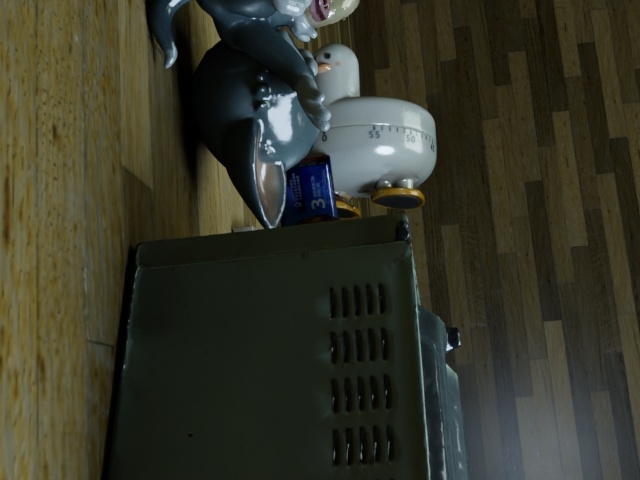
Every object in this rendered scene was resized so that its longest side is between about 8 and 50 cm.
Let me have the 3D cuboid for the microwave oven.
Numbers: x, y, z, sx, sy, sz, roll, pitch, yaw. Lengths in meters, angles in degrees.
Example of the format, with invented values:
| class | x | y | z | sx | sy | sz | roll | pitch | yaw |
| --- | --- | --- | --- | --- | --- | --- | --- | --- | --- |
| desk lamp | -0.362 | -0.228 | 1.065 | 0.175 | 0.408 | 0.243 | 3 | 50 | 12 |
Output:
| class | x | y | z | sx | sy | sz | roll | pitch | yaw |
| --- | --- | --- | --- | --- | --- | --- | --- | --- | --- |
| microwave oven | 0.007 | 0.188 | 0.644 | 0.355 | 0.218 | 0.287 | 74 | 11 | -55 |

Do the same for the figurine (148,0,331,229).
| class | x | y | z | sx | sy | sz | roll | pitch | yaw |
| --- | --- | --- | --- | --- | --- | --- | --- | --- | --- |
| figurine | -0.062 | -0.151 | 0.722 | 0.193 | 0.140 | 0.265 | 60 | 1 | 43 |

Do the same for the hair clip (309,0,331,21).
| class | x | y | z | sx | sy | sz | roll | pitch | yaw |
| --- | --- | --- | --- | --- | --- | --- | --- | --- | --- |
| hair clip | -0.036 | -0.362 | 1.142 | 0.123 | 0.102 | 0.138 | 26 | 69 | -77 |

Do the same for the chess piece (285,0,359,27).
| class | x | y | z | sx | sy | sz | roll | pitch | yaw |
| --- | --- | --- | --- | --- | --- | --- | --- | --- | --- |
| chess piece | -0.037 | -0.445 | 1.222 | 0.143 | 0.142 | 0.261 | -88 | 163 | -49 |

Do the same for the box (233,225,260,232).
| class | x | y | z | sx | sy | sz | roll | pitch | yaw |
| --- | --- | --- | --- | --- | --- | --- | --- | --- | --- |
| box | -0.073 | 0.014 | 0.922 | 0.083 | 0.024 | 0.053 | 19 | 65 | -80 |

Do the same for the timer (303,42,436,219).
| class | x | y | z | sx | sy | sz | roll | pitch | yaw |
| --- | --- | --- | --- | --- | --- | --- | --- | --- | --- |
| timer | 0.063 | -0.166 | 1.328 | 0.233 | 0.233 | 0.240 | 52 | 36 | -77 |

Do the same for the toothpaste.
| class | x | y | z | sx | sy | sz | roll | pitch | yaw |
| --- | --- | --- | --- | --- | --- | --- | --- | --- | --- |
| toothpaste | -0.003 | 0.041 | 1.244 | 0.066 | 0.076 | 0.321 | -80 | 163 | -72 |

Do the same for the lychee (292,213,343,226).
| class | x | y | z | sx | sy | sz | roll | pitch | yaw |
| --- | --- | --- | --- | --- | --- | --- | --- | --- | --- |
| lychee | 0.032 | 0.057 | 1.090 | 0.194 | 0.194 | 0.195 | -6 | 90 | -83 |
